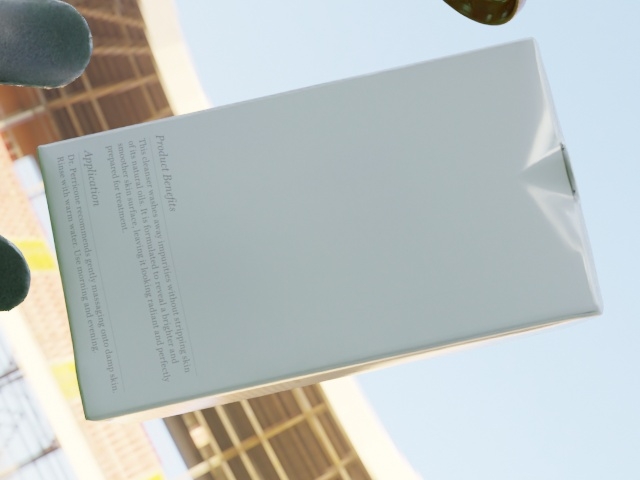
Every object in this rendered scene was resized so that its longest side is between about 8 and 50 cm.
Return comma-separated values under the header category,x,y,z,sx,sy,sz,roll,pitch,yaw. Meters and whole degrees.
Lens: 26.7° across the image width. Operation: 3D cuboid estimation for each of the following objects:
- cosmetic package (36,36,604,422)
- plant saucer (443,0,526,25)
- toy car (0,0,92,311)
category,x,y,z,sx,sy,sz,roll,pitch,yaw
cosmetic package,0.000,0.000,1.031,0.156,0.385,0.217,83,-4,-81
plant saucer,0.066,-0.138,0.633,0.083,0.013,0.083,44,-17,18
toy car,-0.168,-0.054,0.437,0.149,0.188,0.155,-53,160,-72
